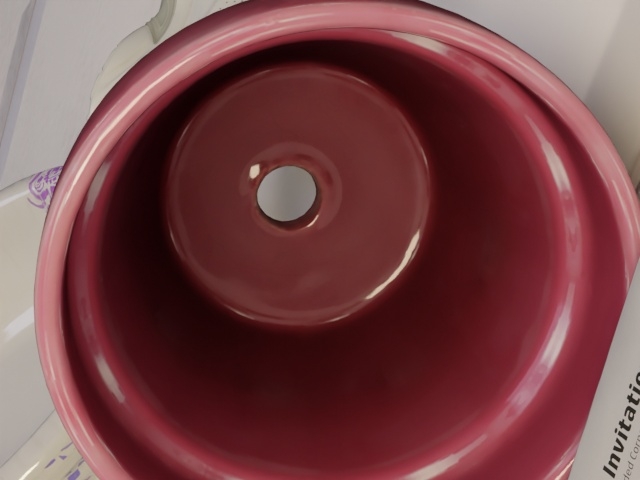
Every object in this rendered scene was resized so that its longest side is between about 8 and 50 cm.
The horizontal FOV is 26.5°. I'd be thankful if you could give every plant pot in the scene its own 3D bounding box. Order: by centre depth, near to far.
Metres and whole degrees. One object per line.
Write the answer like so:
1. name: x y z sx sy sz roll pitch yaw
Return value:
1. plant pot: 0.000 0.000 0.518 0.180 0.201 0.201 -113 37 -74

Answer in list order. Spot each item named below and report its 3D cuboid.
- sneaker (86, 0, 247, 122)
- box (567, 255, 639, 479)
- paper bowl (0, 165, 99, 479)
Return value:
1. sneaker: -0.033 -0.117 0.740 0.090 0.115 0.232 69 -144 -61
2. box: 0.133 0.095 0.366 0.186 0.038 0.145 41 119 62
3. paper bowl: -0.162 0.105 0.767 0.284 0.148 0.284 -24 36 20
